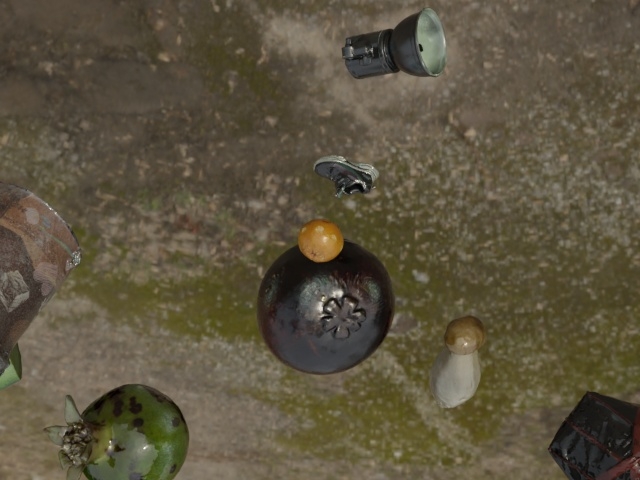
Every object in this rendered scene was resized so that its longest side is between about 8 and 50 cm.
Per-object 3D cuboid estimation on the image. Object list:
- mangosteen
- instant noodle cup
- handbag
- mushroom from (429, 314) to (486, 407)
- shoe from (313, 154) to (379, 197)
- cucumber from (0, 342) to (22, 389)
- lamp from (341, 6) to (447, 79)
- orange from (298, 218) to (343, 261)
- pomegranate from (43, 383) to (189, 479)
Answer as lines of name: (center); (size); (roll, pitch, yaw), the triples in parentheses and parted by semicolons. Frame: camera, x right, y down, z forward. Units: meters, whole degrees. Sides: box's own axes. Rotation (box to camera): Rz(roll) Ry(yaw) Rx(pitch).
mangosteen: (0.005, 0.143, 1.849); (0.330, 0.330, 0.330); (4, 144, 3)
instant noodle cup: (-0.464, 0.047, 1.151); (0.218, 0.207, 0.217); (21, 142, 17)
handbag: (0.400, 0.282, 1.002); (0.215, 0.155, 0.169); (32, -176, 37)
mushroom: (0.336, 0.313, 2.045); (0.128, 0.128, 0.350); (4, 139, 2)
shoe: (0.059, -0.152, 2.090); (0.169, 0.099, 0.071); (11, 153, 5)
cucumber: (-0.709, 0.225, 1.722); (0.130, 0.191, 0.191); (-18, 142, -3)
lamp: (0.139, -0.412, 1.806); (0.227, 0.147, 0.172); (-4, -173, 33)
orange: (0.000, 0.000, 1.498); (0.083, 0.070, 0.083); (14, 134, 15)
pomegranate: (-0.248, 0.248, 1.010); (0.169, 0.148, 0.148); (4, 152, -41)
